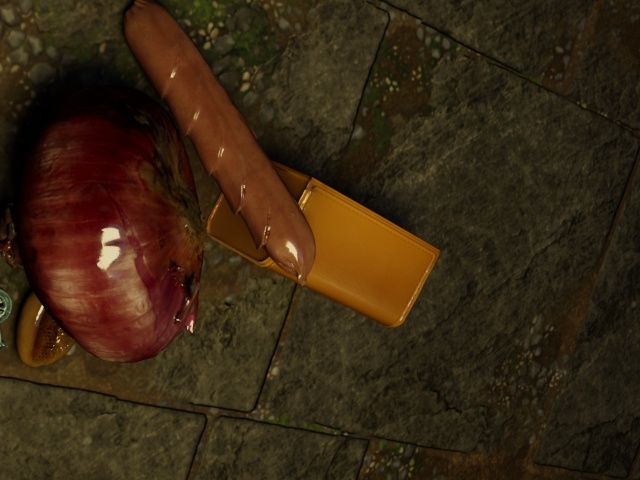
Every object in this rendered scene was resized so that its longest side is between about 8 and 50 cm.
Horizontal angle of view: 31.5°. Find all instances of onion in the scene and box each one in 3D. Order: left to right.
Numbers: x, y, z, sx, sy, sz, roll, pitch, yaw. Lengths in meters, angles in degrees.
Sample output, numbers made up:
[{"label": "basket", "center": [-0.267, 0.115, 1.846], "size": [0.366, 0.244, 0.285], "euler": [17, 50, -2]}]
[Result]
[{"label": "onion", "center": [-0.282, -0.016, 1.404], "size": [0.285, 0.347, 0.348], "euler": [-9, 115, 11]}]

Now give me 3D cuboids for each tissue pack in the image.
[{"label": "tissue pack", "center": [0.000, 0.000, 1.655], "size": [0.274, 0.194, 0.145], "euler": [29, 90, -37]}]

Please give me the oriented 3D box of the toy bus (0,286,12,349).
[{"label": "toy bus", "center": [-0.473, 0.002, 1.347], "size": [0.165, 0.133, 0.271], "euler": [-13, 113, -28]}]

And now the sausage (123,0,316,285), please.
[{"label": "sausage", "center": [-0.126, -0.130, 1.473], "size": [0.088, 0.088, 0.433], "euler": [-29, 83, -26]}]

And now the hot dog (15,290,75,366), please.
[{"label": "hot dog", "center": [-0.358, 0.099, 1.508], "size": [0.090, 0.060, 0.140], "euler": [6, 107, -41]}]
